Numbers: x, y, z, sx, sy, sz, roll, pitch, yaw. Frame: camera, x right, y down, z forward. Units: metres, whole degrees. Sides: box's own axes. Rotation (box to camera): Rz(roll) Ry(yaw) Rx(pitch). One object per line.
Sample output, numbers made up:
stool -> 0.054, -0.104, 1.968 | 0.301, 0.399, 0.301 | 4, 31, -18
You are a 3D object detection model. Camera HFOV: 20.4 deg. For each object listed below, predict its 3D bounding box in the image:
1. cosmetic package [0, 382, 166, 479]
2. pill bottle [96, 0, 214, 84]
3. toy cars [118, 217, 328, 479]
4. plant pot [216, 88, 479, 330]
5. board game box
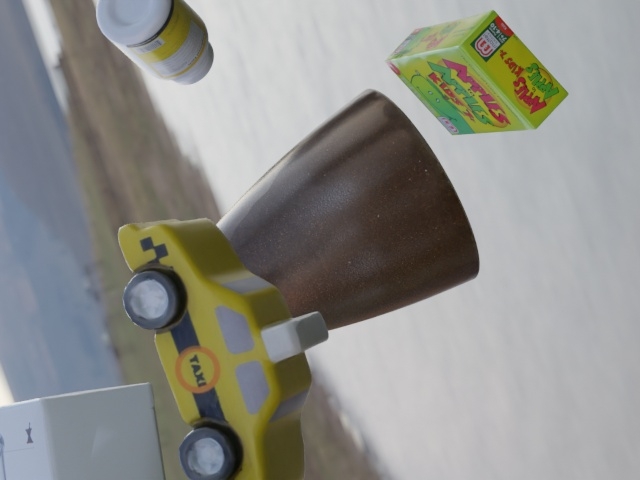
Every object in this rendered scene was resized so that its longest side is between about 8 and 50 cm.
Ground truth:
cosmetic package -> -0.229, 0.266, 1.331 | 0.377, 0.097, 0.284 | -17, 79, 55
pill bottle -> -0.206, -0.268, 2.292 | 0.103, 0.103, 0.184 | 67, -169, 24
toy cars -> -0.037, 0.143, 0.967 | 0.176, 0.087, 0.394 | 51, -154, -43
plant pot -> 0.000, 0.000, 1.730 | 0.215, 0.230, 0.215 | 57, 168, 19
board game box -> 0.125, -0.135, 1.470 | 0.092, 0.043, 0.181 | 46, 169, -13
